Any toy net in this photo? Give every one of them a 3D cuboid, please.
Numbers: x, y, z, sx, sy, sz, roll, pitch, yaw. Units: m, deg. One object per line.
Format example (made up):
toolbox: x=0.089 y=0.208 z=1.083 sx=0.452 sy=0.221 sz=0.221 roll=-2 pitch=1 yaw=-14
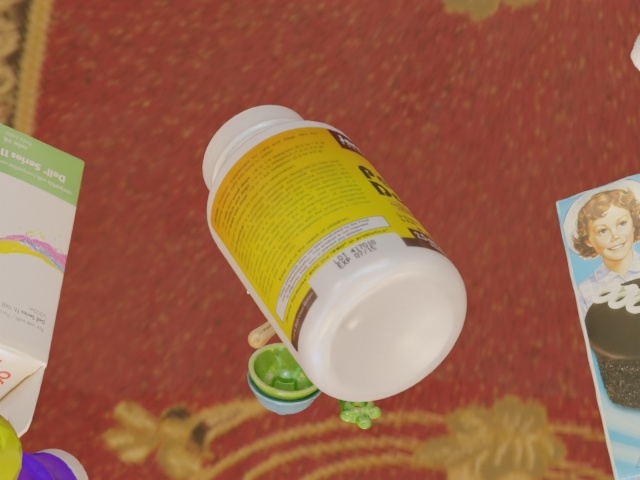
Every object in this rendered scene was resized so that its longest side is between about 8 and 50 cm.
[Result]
toy net: x=-0.007 y=0.078 z=1.701 sx=0.122 sy=0.232 sz=0.045 roll=2 pitch=127 yaw=-5

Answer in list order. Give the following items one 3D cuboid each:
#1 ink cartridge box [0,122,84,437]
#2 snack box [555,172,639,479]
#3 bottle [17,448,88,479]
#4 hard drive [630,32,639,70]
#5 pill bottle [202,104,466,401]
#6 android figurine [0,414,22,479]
ink cartridge box: x=-0.378 y=0.074 z=2.039 sx=0.119 sy=0.353 sz=0.207 roll=26 pitch=137 yaw=-25
snack box: x=0.312 y=0.019 z=1.116 sx=0.322 sy=0.060 sz=0.187 roll=-20 pitch=67 yaw=24
bottle: x=-0.274 y=0.219 z=1.448 sx=0.118 sy=0.283 sz=0.092 roll=40 pitch=108 yaw=13
hard drive: x=0.287 y=-0.168 z=0.794 sx=0.040 sy=0.203 sz=0.307 roll=47 pitch=150 yaw=-14
pill bottle: x=0.000 y=0.000 z=1.245 sx=0.117 sy=0.215 sz=0.117 roll=-17 pitch=132 yaw=-19
android figurine: x=-0.223 y=0.149 z=0.709 sx=0.248 sy=0.273 sz=0.056 roll=-38 pitch=80 yaw=2
